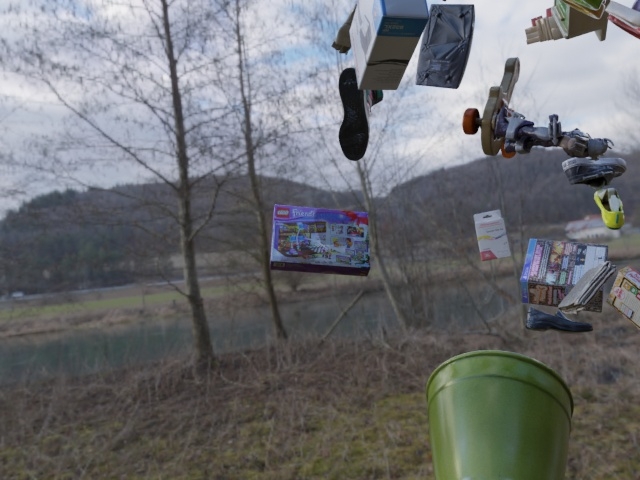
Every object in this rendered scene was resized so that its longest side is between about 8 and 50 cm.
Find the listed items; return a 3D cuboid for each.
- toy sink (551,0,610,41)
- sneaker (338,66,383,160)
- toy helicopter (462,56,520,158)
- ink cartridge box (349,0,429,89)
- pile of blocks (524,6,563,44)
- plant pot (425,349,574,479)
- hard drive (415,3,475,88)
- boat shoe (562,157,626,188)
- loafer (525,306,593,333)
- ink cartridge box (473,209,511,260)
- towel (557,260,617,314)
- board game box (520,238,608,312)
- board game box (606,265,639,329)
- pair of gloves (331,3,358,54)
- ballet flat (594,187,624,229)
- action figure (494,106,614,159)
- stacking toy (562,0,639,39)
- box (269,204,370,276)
[{"bbox_3d":[0.820,-0.744,1.801,0.131,0.152,0.234,-15,-30,14],"label":"toy sink"},{"bbox_3d":[0.132,-0.422,1.867,0.124,0.295,0.178,9,23,25],"label":"sneaker"},{"bbox_3d":[0.581,-0.423,1.804,0.140,0.355,0.235,9,-24,34],"label":"toy helicopter"},{"bbox_3d":[0.180,-0.597,1.572,0.129,0.223,0.307,-3,-20,-10],"label":"ink cartridge box"},{"bbox_3d":[0.873,-0.809,2.097,0.149,0.112,0.362,-18,16,5],"label":"pile of blocks"},{"bbox_3d":[0.412,0.515,1.338,0.366,0.366,0.353,-8,31,23],"label":"plant pot"},{"bbox_3d":[0.401,-0.614,1.807,0.172,0.254,0.054,19,15,39],"label":"hard drive"},{"bbox_3d":[0.968,-0.228,1.983,0.301,0.102,0.108,-1,-15,-33],"label":"boat shoe"},{"bbox_3d":[0.641,0.215,1.524,0.170,0.061,0.062,5,-15,9],"label":"loafer"},{"bbox_3d":[0.694,-0.022,2.306,0.115,0.198,0.067,-12,-7,14],"label":"ink cartridge box"},{"bbox_3d":[0.894,0.164,1.908,0.187,0.049,0.282,-50,-15,1],"label":"towel"},{"bbox_3d":[0.951,0.133,2.216,0.291,0.232,0.141,6,-41,28],"label":"board game box"},{"bbox_3d":[0.958,0.191,1.688,0.045,0.193,0.146,-22,-44,-16],"label":"board game box"},{"bbox_3d":[0.172,-0.803,2.234,0.240,0.042,0.204,8,-46,-40],"label":"pair of gloves"},{"bbox_3d":[0.951,-0.125,1.858,0.077,0.077,0.231,-3,35,17],"label":"ballet flat"},{"bbox_3d":[0.569,-0.252,1.381,0.185,0.099,0.285,20,2,-44],"label":"action figure"},{"bbox_3d":[0.650,-0.545,1.224,0.309,0.130,0.279,43,28,28],"label":"stacking toy"},{"bbox_3d":[0.000,0.000,1.700,0.293,0.201,0.057,5,-32,-6],"label":"box"}]
